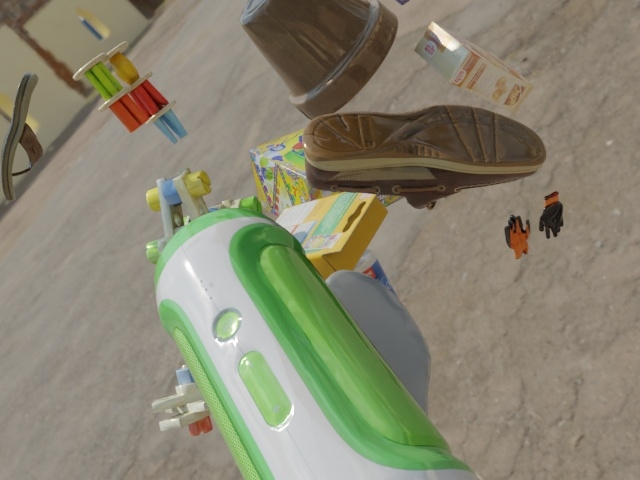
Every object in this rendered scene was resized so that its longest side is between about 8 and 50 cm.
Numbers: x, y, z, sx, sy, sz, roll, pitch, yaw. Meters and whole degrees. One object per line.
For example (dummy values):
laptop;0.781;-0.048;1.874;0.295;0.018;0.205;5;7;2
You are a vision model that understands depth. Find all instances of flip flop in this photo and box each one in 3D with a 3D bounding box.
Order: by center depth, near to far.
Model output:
flip flop;-0.621;-0.213;1.555;0.112;0.080;0.277;30;105;62

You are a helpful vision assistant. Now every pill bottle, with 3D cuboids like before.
pill bottle;0.094;0.096;1.751;0.124;0.221;0.124;-28;13;7

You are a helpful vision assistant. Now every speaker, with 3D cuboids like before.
speaker;-0.013;0.104;0.497;0.131;0.131;0.296;-43;49;6

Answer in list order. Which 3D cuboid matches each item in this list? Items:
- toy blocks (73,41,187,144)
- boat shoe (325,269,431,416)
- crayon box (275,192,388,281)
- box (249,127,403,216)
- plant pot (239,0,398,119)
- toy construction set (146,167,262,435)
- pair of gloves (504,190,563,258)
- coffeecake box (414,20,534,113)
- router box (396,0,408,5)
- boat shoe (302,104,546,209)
toy blocks;-0.244;-0.182;0.982;0.054;0.148;0.123;-32;17;23
boat shoe;0.029;0.193;0.688;0.156;0.136;0.367;-54;29;31
crayon box;0.000;0.000;1.518;0.323;0.083;0.203;-13;35;49
box;0.018;-0.174;1.928;0.290;0.177;0.279;-26;34;-27
plant pot;-0.021;-0.398;1.404;0.263;0.229;0.263;-39;30;28
toy construction set;-0.128;0.077;0.939;0.151;0.327;0.215;-1;1;14
pair of gloves;0.267;-0.019;0.920;0.083;0.074;0.010;-30;43;-4
coffeecake box;0.292;-0.328;1.405;0.068;0.186;0.142;-57;40;24
router box;0.006;-0.485;0.903;0.082;0.335;0.301;-30;70;26
boat shoe;0.145;-0.110;1.065;0.342;0.123;0.123;-2;51;-2
